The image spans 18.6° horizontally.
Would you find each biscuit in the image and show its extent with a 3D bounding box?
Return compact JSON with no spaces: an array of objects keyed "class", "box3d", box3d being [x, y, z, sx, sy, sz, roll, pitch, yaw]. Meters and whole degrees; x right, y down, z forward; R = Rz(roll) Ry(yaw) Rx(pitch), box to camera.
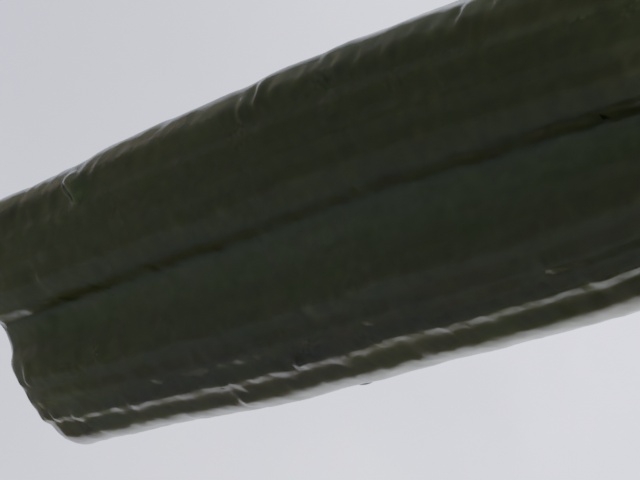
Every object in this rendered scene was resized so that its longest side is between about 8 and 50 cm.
[{"class":"biscuit","box3d":[0.000,0.000,0.559,0.322,0.038,0.099,-17,-78,47]}]
